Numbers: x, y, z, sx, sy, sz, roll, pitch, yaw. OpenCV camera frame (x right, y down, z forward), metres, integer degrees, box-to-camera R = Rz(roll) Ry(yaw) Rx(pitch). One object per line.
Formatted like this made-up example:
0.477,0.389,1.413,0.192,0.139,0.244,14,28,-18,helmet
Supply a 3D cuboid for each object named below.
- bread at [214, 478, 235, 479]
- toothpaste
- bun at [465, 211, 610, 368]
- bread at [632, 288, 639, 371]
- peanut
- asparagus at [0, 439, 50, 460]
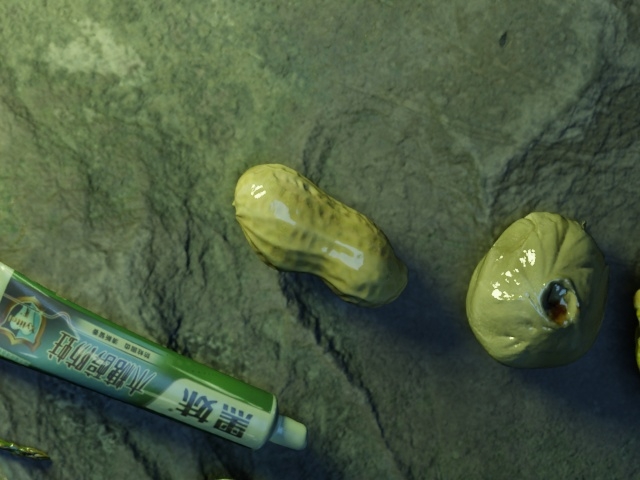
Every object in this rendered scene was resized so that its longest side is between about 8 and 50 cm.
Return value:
-0.096,0.372,1.565,0.172,0.064,0.232,-29,105,-8,bread
-0.188,0.137,1.501,0.392,0.061,0.099,24,98,-13,toothpaste
0.244,0.060,1.546,0.166,0.113,0.173,-11,106,-9,bun
0.427,0.102,1.593,0.213,0.105,0.213,-3,97,-27,bread
0.000,0.000,1.496,0.214,0.090,0.098,30,82,-15,peanut
-0.361,0.204,1.502,0.163,0.016,0.016,24,77,-14,asparagus
